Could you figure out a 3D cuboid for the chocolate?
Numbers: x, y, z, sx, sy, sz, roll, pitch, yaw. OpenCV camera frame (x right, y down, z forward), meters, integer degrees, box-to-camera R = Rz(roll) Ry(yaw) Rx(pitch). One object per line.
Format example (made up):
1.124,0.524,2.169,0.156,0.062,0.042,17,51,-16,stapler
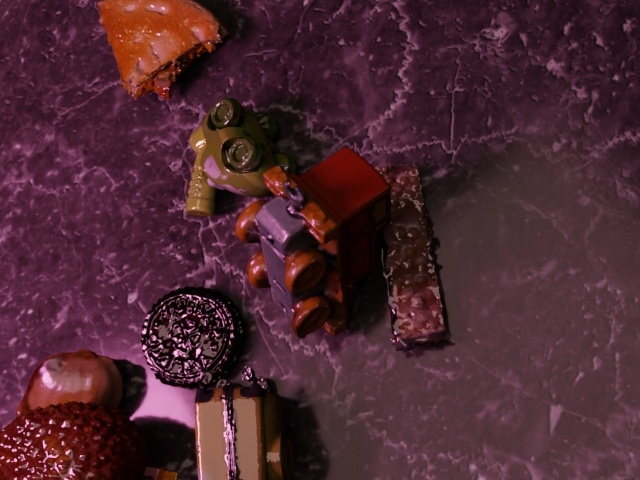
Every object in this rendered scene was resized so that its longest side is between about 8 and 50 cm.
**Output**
0.149,0.028,1.805,0.102,0.065,0.329,-7,76,-2,chocolate

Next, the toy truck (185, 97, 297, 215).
-0.166,-0.153,1.895,0.211,0.148,0.187,-20,69,31,toy truck

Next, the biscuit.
-0.229,0.172,1.870,0.195,0.053,0.194,-4,75,14,biscuit

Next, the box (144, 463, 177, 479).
-0.383,0.448,1.855,0.247,0.033,0.129,6,78,16,box

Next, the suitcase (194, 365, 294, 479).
-0.125,0.336,1.731,0.143,0.194,0.234,-5,76,3,suitcase

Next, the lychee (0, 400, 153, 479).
-0.411,0.380,1.739,0.271,0.236,0.236,16,81,6,lychee

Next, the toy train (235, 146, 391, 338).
0.000,0.000,1.704,0.232,0.369,0.163,-33,60,-17,toy train

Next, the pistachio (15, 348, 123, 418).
-0.452,0.273,1.873,0.210,0.130,0.165,-33,111,5,pistachio

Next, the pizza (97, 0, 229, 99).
-0.317,-0.369,2.008,0.290,0.081,0.228,13,74,18,pizza
